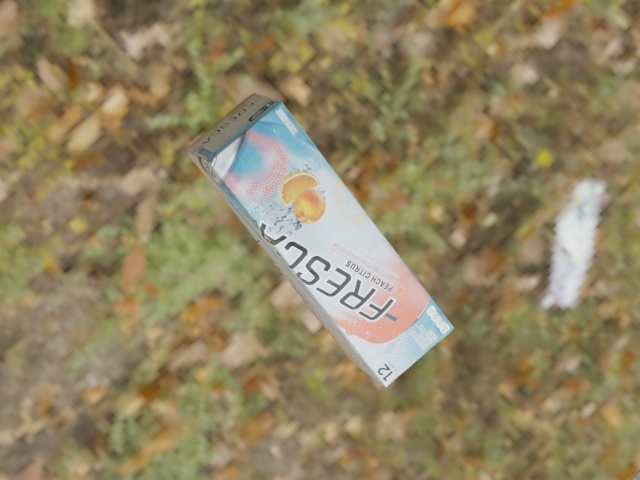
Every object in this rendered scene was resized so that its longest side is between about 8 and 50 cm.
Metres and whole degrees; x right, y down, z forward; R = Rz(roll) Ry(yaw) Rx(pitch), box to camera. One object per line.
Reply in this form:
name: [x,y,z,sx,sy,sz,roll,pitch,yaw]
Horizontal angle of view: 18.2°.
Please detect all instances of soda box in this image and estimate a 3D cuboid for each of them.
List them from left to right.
soda box: [0.000,0.000,1.203,0.058,0.063,0.183,-41,108,-7]

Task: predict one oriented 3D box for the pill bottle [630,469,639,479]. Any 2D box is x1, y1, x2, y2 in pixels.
pill bottle: [0.186,0.168,0.686,0.117,0.208,0.117,-62,-179,2]
